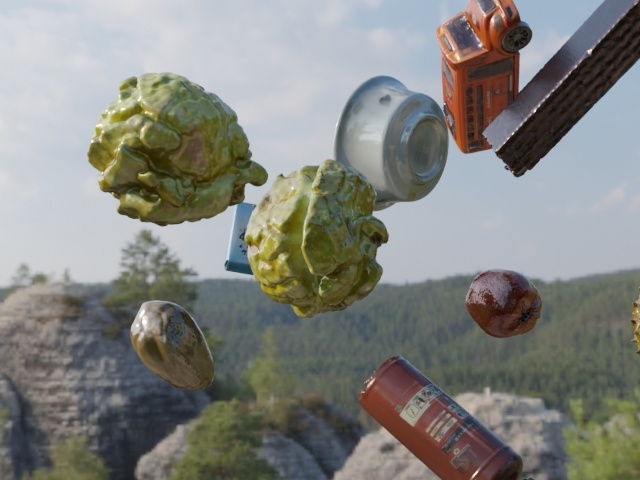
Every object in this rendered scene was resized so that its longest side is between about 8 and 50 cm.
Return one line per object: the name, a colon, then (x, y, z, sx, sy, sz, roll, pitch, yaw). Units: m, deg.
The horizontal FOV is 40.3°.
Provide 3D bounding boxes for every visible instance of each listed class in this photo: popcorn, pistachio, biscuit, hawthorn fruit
popcorn: (-0.218, -0.119, 1.259, 0.259, 0.259, 0.212, -8, 26, 45)
popcorn: (-0.003, -0.010, 1.582, 0.247, 0.282, 0.282, 34, -25, -31)
pistachio: (-0.247, 0.183, 1.479, 0.108, 0.186, 0.126, -36, 17, -9)
biscuit: (0.409, -0.267, 1.362, 0.073, 0.388, 0.107, 36, 19, -16)
hawthorn fruit: (0.343, 0.118, 1.656, 0.132, 0.133, 0.138, 4, 18, -39)

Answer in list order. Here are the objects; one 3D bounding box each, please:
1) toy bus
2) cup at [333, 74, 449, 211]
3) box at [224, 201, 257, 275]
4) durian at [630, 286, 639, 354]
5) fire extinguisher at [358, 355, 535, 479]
toy bus: (0.301, -0.320, 1.632, 0.153, 0.143, 0.329, -16, -37, -2)
cup: (0.206, -0.235, 2.179, 0.163, 0.348, 0.347, 11, 4, 42)
box: (-0.088, 0.009, 1.941, 0.232, 0.143, 0.083, 10, -21, -9)
durian: (0.585, 0.126, 1.391, 0.186, 0.261, 0.154, -13, -45, 10)
fire extinguisher: (0.201, 0.301, 1.271, 0.337, 0.106, 0.147, 37, -9, 31)
